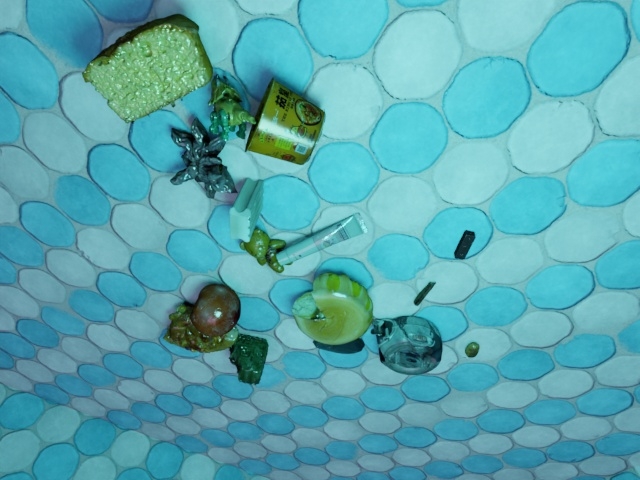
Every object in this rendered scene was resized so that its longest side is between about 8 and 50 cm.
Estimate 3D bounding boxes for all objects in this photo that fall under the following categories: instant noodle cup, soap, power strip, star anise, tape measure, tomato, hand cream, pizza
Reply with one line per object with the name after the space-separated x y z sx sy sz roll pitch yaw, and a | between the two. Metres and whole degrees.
-0.096 -0.315 1.147 0.172 0.215 0.215 20 129 -17 | instant noodle cup
-0.234 -0.101 1.329 0.067 0.198 0.119 8 128 2 | soap
0.490 0.016 1.407 0.038 0.029 0.111 12 131 0 | power strip
-0.367 -0.243 1.300 0.213 0.129 0.282 19 126 16 | star anise
0.354 0.433 1.680 0.275 0.147 0.256 -3 127 14 | tape measure
-0.412 0.281 1.653 0.185 0.208 0.208 25 128 -18 | tomato
0.000 0.000 1.452 0.331 0.058 0.085 -25 117 9 | hand cream
-0.541 0.396 1.810 0.409 0.114 0.277 -2 126 20 | pizza

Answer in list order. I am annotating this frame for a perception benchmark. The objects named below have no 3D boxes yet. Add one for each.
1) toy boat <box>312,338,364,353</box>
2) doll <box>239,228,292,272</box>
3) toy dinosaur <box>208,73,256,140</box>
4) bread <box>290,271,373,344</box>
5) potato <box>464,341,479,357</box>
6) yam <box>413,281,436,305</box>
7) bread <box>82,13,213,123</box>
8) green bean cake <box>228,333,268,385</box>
0.085 0.430 1.768 0.246 0.103 0.092 18 116 -21 | toy boat
-0.191 0.048 1.508 0.137 0.097 0.209 -38 119 25 | doll
-0.242 -0.344 1.141 0.094 0.259 0.153 -18 138 -31 | toy dinosaur
0.055 0.260 1.587 0.333 0.160 0.332 5 130 6 | bread
0.630 0.456 1.718 0.051 0.040 0.083 5 129 -1 | potato
0.395 0.197 1.568 0.027 0.033 0.129 38 124 14 | yam
-0.426 -0.466 1.094 0.340 0.179 0.194 -17 125 18 | bread
-0.336 0.518 1.824 0.194 0.208 0.107 15 125 -4 | green bean cake
